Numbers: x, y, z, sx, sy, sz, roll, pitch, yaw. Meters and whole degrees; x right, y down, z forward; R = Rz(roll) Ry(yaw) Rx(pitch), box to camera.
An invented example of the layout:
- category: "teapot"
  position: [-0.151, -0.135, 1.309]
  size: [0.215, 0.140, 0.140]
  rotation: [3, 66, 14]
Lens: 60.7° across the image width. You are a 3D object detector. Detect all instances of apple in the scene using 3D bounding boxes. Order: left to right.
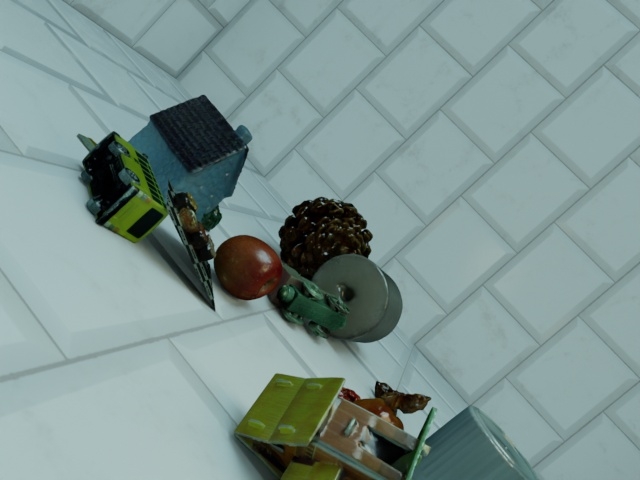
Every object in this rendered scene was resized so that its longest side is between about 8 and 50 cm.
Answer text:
- category: "apple"
  position: [-0.201, 0.076, 1.526]
  size: [0.168, 0.181, 0.181]
  rotation: [47, 7, 25]
- category: "apple"
  position: [0.117, 0.465, 1.326]
  size: [0.156, 0.158, 0.147]
  rotation: [49, 9, -18]

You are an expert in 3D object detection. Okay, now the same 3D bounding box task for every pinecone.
- category: "pinecone"
  position: [0.000, 0.000, 2.302]
  size: [0.398, 0.398, 0.398]
  rotation: [46, 8, -8]

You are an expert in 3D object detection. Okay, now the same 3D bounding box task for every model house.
- category: "model house"
  position: [-0.389, -0.285, 1.760]
  size: [0.360, 0.339, 0.297]
  rotation: [51, 11, 33]
- category: "model house"
  position: [-0.008, 0.430, 1.002]
  size: [0.323, 0.340, 0.300]
  rotation: [25, 44, 15]

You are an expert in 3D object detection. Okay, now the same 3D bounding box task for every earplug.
- category: "earplug"
  position: [0.153, 0.243, 2.127]
  size: [0.312, 0.312, 0.394]
  rotation: [50, 6, 24]

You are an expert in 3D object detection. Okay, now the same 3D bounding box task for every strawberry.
- category: "strawberry"
  position: [0.097, 0.473, 1.475]
  size: [0.188, 0.082, 0.121]
  rotation: [48, 4, 34]

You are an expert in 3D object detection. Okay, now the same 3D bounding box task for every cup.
- category: "cup"
  position: [0.324, 0.585, 1.248]
  size: [0.257, 0.311, 0.331]
  rotation: [44, 8, -14]

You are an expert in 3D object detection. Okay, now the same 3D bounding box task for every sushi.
- category: "sushi"
  position: [-0.309, -0.006, 1.400]
  size: [0.264, 0.050, 0.290]
  rotation: [-119, -171, -63]

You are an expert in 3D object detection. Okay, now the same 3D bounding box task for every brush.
- category: "brush"
  position: [-0.613, -0.252, 1.583]
  size: [0.083, 0.011, 0.205]
  rotation: [47, 7, 14]

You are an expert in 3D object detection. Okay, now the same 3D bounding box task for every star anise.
- category: "star anise"
  position: [0.262, 0.548, 1.867]
  size: [0.212, 0.111, 0.196]
  rotation: [10, 3, -23]

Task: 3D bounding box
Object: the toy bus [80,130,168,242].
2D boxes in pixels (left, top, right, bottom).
- category: "toy bus"
  position: [-0.469, -0.130, 1.307]
  size: [0.150, 0.128, 0.262]
  rotation: [41, 11, -47]

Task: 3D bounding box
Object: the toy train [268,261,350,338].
- category: "toy train"
  position: [-0.044, 0.201, 1.843]
  size: [0.304, 0.150, 0.221]
  rotation: [33, 9, -39]
